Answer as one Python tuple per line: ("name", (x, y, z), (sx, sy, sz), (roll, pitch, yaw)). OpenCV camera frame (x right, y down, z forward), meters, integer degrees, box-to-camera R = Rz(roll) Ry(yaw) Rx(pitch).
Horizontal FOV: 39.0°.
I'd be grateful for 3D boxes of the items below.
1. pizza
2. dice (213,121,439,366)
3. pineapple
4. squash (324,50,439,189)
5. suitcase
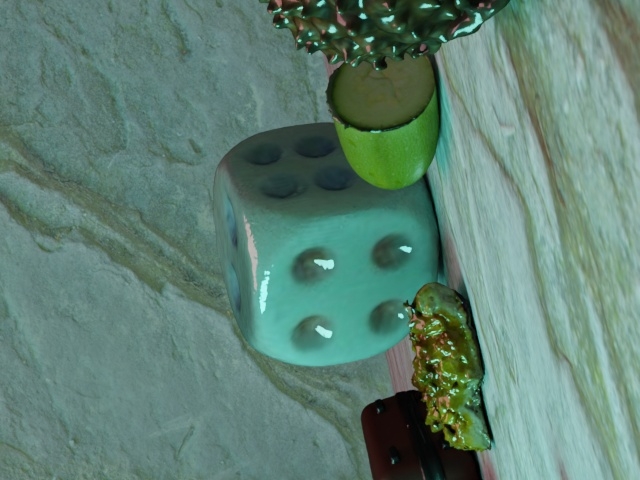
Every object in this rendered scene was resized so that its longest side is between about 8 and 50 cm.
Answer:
("pizza", (0.159, 0.175, 1.167), (0.161, 0.086, 0.305), (-105, 0, -53))
("dice", (0.000, 0.000, 1.294), (0.264, 0.268, 0.262), (-119, 23, -52))
("pineapple", (0.051, -0.189, 0.513), (0.361, 0.175, 0.175), (-158, 54, -79))
("squash", (0.078, -0.121, 1.017), (0.186, 0.123, 0.123), (71, -175, -59))
("suitcase", (0.170, 0.398, 1.489), (0.297, 0.161, 0.236), (-108, 4, -75))
